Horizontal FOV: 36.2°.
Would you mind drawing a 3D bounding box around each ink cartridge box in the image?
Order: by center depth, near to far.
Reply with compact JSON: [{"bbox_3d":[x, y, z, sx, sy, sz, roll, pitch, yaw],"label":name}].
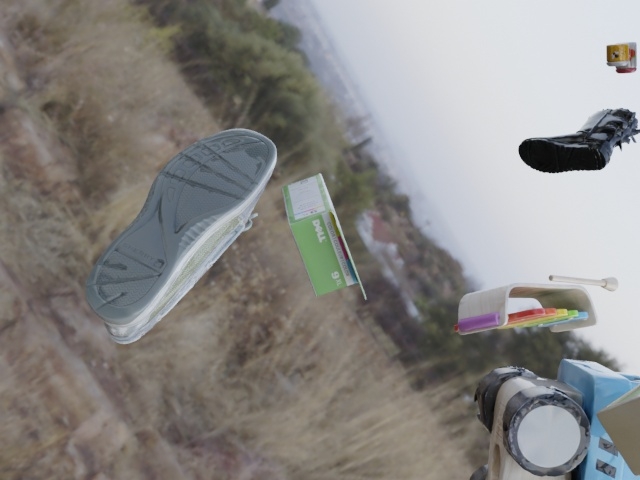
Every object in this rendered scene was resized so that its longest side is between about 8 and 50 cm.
[{"bbox_3d":[0.000,0.000,1.271,0.209,0.062,0.109,-108,178,-68],"label":"ink cartridge box"}]

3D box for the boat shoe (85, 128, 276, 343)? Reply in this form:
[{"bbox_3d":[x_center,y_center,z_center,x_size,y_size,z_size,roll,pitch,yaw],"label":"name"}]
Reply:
[{"bbox_3d":[-0.168,-0.011,1.232,0.118,0.320,0.103,27,-25,15],"label":"boat shoe"}]

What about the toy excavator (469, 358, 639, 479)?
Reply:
[{"bbox_3d":[0.445,0.252,1.316,0.222,0.445,0.433,-154,-109,-87],"label":"toy excavator"}]

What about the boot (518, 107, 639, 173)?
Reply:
[{"bbox_3d":[0.307,-0.121,1.153,0.121,0.099,0.045,6,-52,41],"label":"boot"}]

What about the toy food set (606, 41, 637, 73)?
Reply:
[{"bbox_3d":[0.636,-0.317,1.803,0.111,0.232,0.104,-104,-171,-78],"label":"toy food set"}]

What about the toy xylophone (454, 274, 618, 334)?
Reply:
[{"bbox_3d":[0.415,0.126,1.862,0.236,0.323,0.081,-23,-110,54],"label":"toy xylophone"}]

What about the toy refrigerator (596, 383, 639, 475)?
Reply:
[{"bbox_3d":[0.412,0.168,1.034,0.094,0.102,0.269,59,-22,11],"label":"toy refrigerator"}]
